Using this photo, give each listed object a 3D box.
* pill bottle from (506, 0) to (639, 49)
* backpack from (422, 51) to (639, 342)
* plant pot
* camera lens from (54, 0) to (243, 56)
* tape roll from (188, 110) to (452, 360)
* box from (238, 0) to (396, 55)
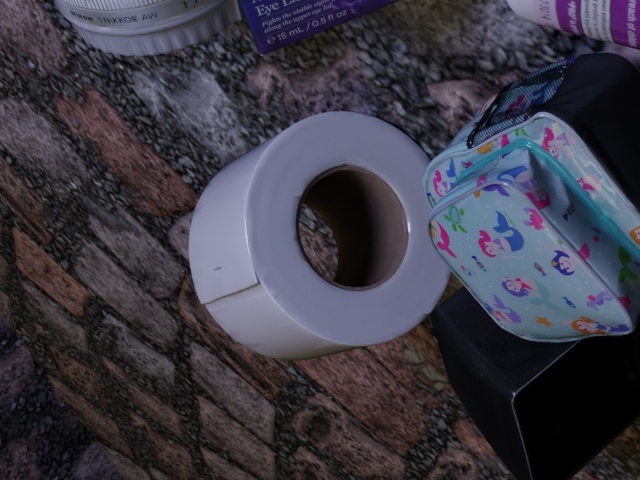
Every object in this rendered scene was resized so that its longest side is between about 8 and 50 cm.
[{"bbox_3d":[0.276,-0.182,0.830,0.301,0.169,0.169,19,147,21],"label":"pill bottle"},{"bbox_3d":[0.207,-0.026,1.197,0.225,0.191,0.253,48,160,-12],"label":"backpack"},{"bbox_3d":[0.221,0.119,1.407,0.167,0.188,0.187,36,157,41],"label":"plant pot"},{"bbox_3d":[-0.175,-0.332,1.221,0.219,0.219,0.274,25,150,33],"label":"camera lens"},{"bbox_3d":[0.000,0.000,1.456,0.246,0.246,0.169,48,155,-10],"label":"tape roll"},{"bbox_3d":[-0.021,-0.280,1.113,0.207,0.153,0.108,66,-178,-48],"label":"box"}]
